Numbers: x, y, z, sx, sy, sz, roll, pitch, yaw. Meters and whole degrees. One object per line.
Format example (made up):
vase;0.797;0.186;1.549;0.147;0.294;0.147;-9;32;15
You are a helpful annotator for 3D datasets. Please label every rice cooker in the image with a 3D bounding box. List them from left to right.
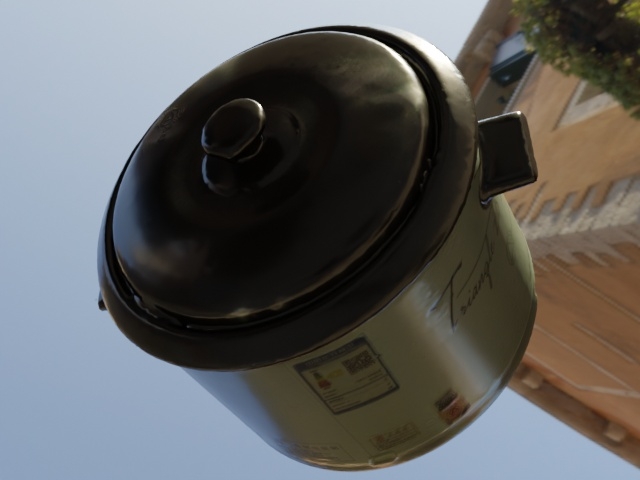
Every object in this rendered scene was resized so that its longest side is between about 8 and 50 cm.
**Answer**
rice cooker;0.000;0.000;0.613;0.280;0.227;0.241;-16;-130;20
